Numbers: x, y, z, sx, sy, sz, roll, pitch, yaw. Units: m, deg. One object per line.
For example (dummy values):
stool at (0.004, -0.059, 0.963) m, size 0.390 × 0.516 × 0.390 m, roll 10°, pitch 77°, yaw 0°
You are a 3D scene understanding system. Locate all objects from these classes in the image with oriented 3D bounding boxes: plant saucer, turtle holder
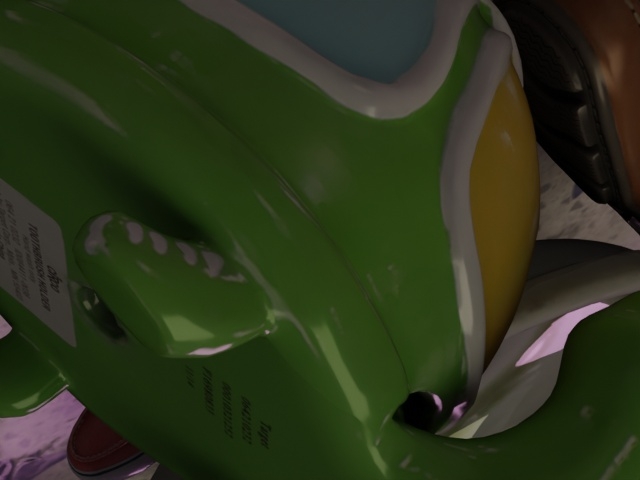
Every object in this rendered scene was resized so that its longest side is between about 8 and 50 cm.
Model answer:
plant saucer at (0.039, 0.103, 0.776) m, size 0.400 × 0.100 × 0.400 m, roll -26°, pitch 156°, yaw -12°
turtle holder at (-0.010, -0.016, 0.492) m, size 0.227 × 0.320 × 0.243 m, roll -44°, pitch 129°, yaw -30°

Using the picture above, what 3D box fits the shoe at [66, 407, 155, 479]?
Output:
shoe at (-0.101, 0.072, 0.763) m, size 0.178 × 0.063 × 0.081 m, roll -42°, pitch 147°, yaw 4°

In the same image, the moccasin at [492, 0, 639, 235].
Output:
moccasin at (0.206, -0.084, 0.746) m, size 0.147 × 0.139 × 0.380 m, roll -42°, pitch 148°, yaw 13°
